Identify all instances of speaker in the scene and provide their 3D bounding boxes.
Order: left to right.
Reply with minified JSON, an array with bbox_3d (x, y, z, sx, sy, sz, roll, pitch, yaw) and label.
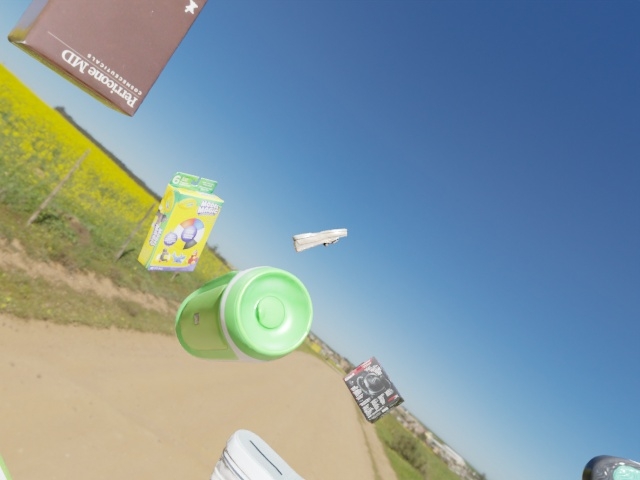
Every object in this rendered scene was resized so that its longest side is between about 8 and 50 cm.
[{"bbox_3d":[-0.130,0.119,0.670,0.131,0.131,0.296,43,-30,-16],"label":"speaker"}]

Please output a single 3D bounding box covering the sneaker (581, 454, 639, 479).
[{"bbox_3d":[0.320,0.285,0.422,0.224,0.083,0.098,41,-15,1],"label":"sneaker"}]

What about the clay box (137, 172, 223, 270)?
[{"bbox_3d":[-0.309,-0.037,1.003,0.053,0.222,0.127,36,16,31],"label":"clay box"}]

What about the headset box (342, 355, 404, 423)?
[{"bbox_3d":[0.078,0.224,0.676,0.083,0.062,0.032,54,-1,40],"label":"headset box"}]

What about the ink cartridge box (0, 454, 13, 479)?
[{"bbox_3d":[-0.531,0.397,0.596,0.255,0.097,0.189,-166,-125,-80],"label":"ink cartridge box"}]

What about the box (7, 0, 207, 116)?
[{"bbox_3d":[-0.323,-0.431,0.756,0.143,0.381,0.191,30,-2,43],"label":"box"}]

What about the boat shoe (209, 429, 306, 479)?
[{"bbox_3d":[-0.036,0.318,0.500,0.226,0.076,0.083,34,2,32],"label":"boat shoe"}]

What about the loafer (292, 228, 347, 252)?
[{"bbox_3d":[0.000,0.000,0.992,0.045,0.125,0.039,161,-79,-79],"label":"loafer"}]
